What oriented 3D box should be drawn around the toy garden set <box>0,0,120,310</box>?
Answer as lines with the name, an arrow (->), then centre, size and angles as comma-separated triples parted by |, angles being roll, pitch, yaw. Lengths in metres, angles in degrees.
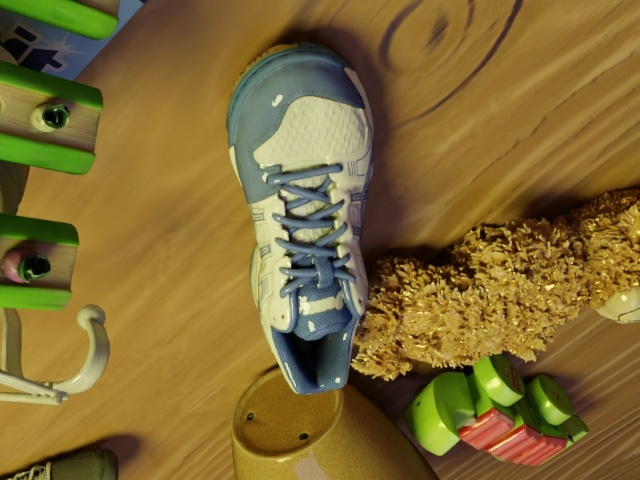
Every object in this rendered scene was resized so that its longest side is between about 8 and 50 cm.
toy garden set -> -0.168, -0.097, 0.287 | 0.203, 0.049, 0.244 | 10, 88, -45

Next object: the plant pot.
plant pot -> 0.006, 0.258, 0.801 | 0.237, 0.237, 0.254 | -22, 126, 2

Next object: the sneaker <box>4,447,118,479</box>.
sneaker -> -0.324, 0.271, 0.769 | 0.228, 0.086, 0.132 | -35, 135, 18

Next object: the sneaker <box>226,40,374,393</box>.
sneaker -> 0.000, 0.000, 0.563 | 0.111, 0.131, 0.296 | -12, 138, -7

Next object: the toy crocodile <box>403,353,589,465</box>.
toy crocodile -> 0.227, 0.222, 0.921 | 0.115, 0.105, 0.340 | -41, 136, 23

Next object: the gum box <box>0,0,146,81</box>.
gum box -> -0.198, -0.135, 0.399 | 0.184, 0.041, 0.157 | -38, 136, 22

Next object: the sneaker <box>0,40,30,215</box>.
sneaker -> -0.228, -0.092, 0.321 | 0.100, 0.108, 0.271 | -30, 137, 16

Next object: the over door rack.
over door rack -> -0.332, 0.046, 0.482 | 0.324, 0.108, 0.239 | -16, 147, 28

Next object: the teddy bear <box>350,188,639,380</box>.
teddy bear -> 0.183, 0.058, 0.717 | 0.338, 0.113, 0.245 | -8, 140, -14
